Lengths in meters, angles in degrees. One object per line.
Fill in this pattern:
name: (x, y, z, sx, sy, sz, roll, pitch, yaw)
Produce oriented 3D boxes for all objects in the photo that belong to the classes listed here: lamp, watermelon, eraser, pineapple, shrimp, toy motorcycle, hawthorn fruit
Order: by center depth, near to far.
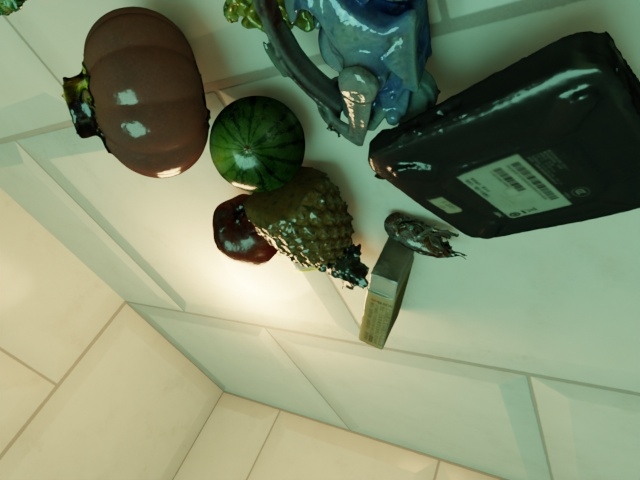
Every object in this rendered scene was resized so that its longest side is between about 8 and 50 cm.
toy motorcycle: (0.037, -0.264, 0.606, 0.240, 0.182, 0.319, -11, 149, 10)
lamp: (-0.338, -0.264, 0.826, 0.239, 0.306, 0.305, -12, 150, -18)
watermelon: (-0.122, -0.190, 0.877, 0.187, 0.215, 0.188, 1, 108, 2)
shrimp: (0.227, -0.005, 0.956, 0.190, 0.073, 0.074, 27, -169, 20)
pineapple: (0.000, 0.000, 1.012, 0.201, 0.202, 0.362, -1, 140, 37)
eraser: (0.165, 0.138, 1.120, 0.078, 0.144, 0.344, 21, 145, 16)
hawthorn fruit: (-0.181, -0.018, 1.155, 0.185, 0.185, 0.202, 13, 156, 23)

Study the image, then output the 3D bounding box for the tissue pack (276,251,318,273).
tissue pack: (-0.037, 0.029, 1.197, 0.175, 0.062, 0.095, -12, 127, 46)

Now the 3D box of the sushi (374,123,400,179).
sushi: (0.137, -0.167, 0.827, 0.055, 0.052, 0.120, 17, 149, -8)

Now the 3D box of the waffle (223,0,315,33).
waffle: (-0.091, -0.421, 0.655, 0.203, 0.054, 0.224, 22, 147, 31)

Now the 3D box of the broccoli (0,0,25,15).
broccoli: (-0.561, -0.522, 0.716, 0.265, 0.245, 0.295, 36, 126, 24)

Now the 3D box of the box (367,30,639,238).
box: (0.297, -0.110, 0.659, 0.359, 0.091, 0.350, 26, 151, -34)
